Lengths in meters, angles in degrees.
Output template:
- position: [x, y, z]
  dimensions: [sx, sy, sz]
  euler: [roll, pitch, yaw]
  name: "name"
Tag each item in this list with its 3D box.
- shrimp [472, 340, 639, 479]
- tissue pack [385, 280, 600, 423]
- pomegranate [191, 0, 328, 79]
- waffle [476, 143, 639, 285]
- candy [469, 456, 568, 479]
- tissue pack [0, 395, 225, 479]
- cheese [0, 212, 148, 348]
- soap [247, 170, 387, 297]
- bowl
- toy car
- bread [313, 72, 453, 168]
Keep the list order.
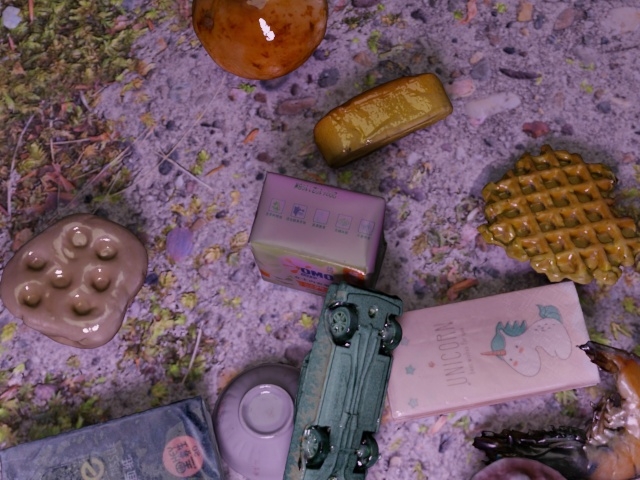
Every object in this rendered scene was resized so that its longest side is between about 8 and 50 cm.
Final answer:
- position: [0.368, 0.256, 1.357]
  dimensions: [0.290, 0.054, 0.222]
  euler: [-2, 102, 3]
  name: "shrimp"
- position: [0.254, 0.172, 1.434]
  dimensions: [0.325, 0.071, 0.170]
  euler: [-11, 68, -1]
  name: "tissue pack"
- position: [-0.103, -0.398, 1.603]
  dimensions: [0.248, 0.248, 0.248]
  euler: [-1, 68, 2]
  name: "pomegranate"
- position: [0.399, -0.044, 1.499]
  dimensions: [0.291, 0.051, 0.291]
  euler: [-2, 53, 2]
  name: "waffle"
- position: [0.281, 0.455, 1.273]
  dimensions: [0.214, 0.157, 0.289]
  euler: [-3, 63, -3]
  name: "candy"
- position: [-0.295, 0.381, 1.356]
  dimensions: [0.315, 0.103, 0.228]
  euler: [-15, 67, -5]
  name: "tissue pack"
- position: [-0.387, 0.072, 1.480]
  dimensions: [0.235, 0.117, 0.218]
  euler: [-15, 69, -5]
  name: "cheese"
- position: [0.000, 0.000, 1.456]
  dimensions: [0.199, 0.182, 0.138]
  euler: [14, 70, 9]
  name: "soap"
- position: [-0.077, 0.267, 1.403]
  dimensions: [0.189, 0.086, 0.189]
  euler: [-1, 69, 2]
  name: "bowl"
- position: [0.027, 0.223, 1.357]
  dimensions: [0.097, 0.141, 0.321]
  euler: [6, 81, 49]
  name: "toy car"
- position: [0.106, -0.209, 1.584]
  dimensions: [0.245, 0.102, 0.094]
  euler: [-25, 76, -6]
  name: "bread"
